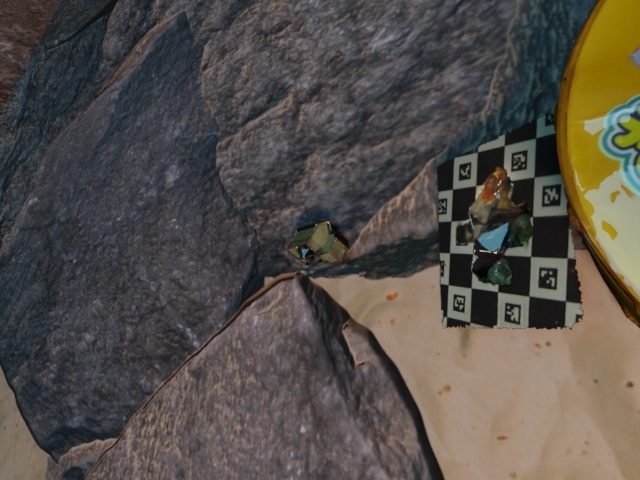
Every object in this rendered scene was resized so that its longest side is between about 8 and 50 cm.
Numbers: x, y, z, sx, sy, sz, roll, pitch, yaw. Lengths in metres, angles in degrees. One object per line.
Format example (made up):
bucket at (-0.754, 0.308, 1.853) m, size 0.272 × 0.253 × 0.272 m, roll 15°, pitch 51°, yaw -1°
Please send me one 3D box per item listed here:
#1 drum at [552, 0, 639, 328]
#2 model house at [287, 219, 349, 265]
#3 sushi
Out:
drum at (0.400, -0.070, 0.311) m, size 0.430 × 0.214 × 0.432 m, roll -9°, pitch 73°, yaw 33°
model house at (0.000, 0.000, 0.671) m, size 0.083 × 0.057 × 0.058 m, roll -15°, pitch 41°, yaw 51°
sushi at (0.207, -0.007, 0.503) m, size 0.192 × 0.040 × 0.210 m, roll 159°, pitch 112°, yaw -64°
